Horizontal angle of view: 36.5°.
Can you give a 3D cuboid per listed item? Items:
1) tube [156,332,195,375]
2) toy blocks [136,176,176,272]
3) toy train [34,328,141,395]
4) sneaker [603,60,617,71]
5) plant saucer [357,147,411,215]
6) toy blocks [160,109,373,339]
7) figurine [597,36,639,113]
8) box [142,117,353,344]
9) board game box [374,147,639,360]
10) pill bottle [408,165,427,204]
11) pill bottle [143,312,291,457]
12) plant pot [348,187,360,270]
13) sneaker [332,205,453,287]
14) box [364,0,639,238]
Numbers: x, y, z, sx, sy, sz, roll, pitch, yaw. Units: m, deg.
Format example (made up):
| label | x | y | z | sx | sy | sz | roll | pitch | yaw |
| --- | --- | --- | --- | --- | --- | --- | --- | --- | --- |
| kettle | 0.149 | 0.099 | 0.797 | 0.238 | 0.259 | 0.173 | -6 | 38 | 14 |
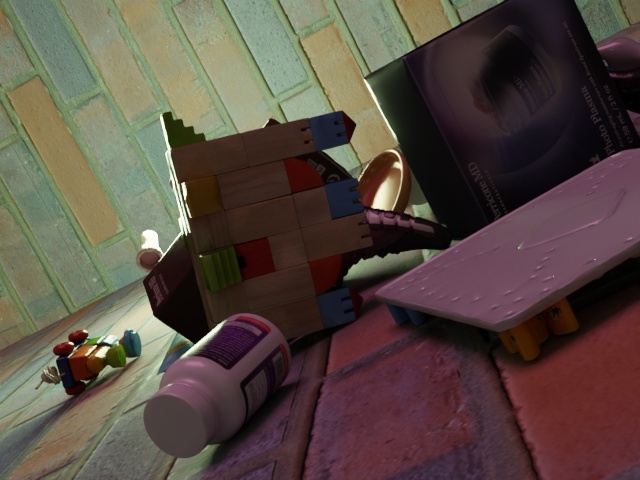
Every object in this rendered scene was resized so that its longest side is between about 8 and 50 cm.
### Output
| label | x | y | z | sx | sy | sz | roll | pitch | yaw |
| --- | --- | --- | --- | --- | --- | --- | --- | --- | --- |
| tube | -0.238 | 0.184 | 1.732 | 0.080 | 0.052 | 0.207 | -33 | 12 | 10 |
| toy blocks | -0.242 | -0.002 | 2.257 | 0.289 | 0.308 | 0.260 | -63 | 22 | 21 |
| toy train | -0.451 | 0.244 | 1.919 | 0.143 | 0.105 | 0.248 | -13 | 9 | 8 |
| sneaker | 0.640 | -0.363 | 2.186 | 0.228 | 0.087 | 0.092 | -20 | 1 | 4 |
| plant saucer | 0.119 | -0.081 | 1.893 | 0.200 | 0.037 | 0.200 | -47 | 31 | 41 |
| toy blocks | -0.052 | -0.014 | 1.354 | 0.260 | 0.382 | 0.191 | -14 | 5 | -14 |
| figurine | 0.524 | -0.280 | 1.589 | 0.209 | 0.092 | 0.215 | 20 | 38 | 36 |
| box | -0.132 | -0.014 | 1.660 | 0.381 | 0.143 | 0.191 | -53 | 22 | 2 |
| board game box | 0.285 | -0.003 | 1.062 | 0.390 | 0.050 | 0.390 | -29 | 7 | -11 |
| pill bottle | 0.235 | -0.151 | 1.999 | 0.121 | 0.121 | 0.216 | -23 | 9 | 36 |
| pill bottle | -0.120 | 0.169 | 1.123 | 0.108 | 0.108 | 0.193 | -24 | 8 | 30 |
| plant pot | 0.000 | 0.000 | 1.705 | 0.237 | 0.109 | 0.237 | -42 | 23 | 23 |
| sneaker | 0.060 | 0.027 | 1.523 | 0.281 | 0.163 | 0.106 | 11 | 4 | 15 |
| box | 0.278 | -0.197 | 1.481 | 0.294 | 0.296 | 0.182 | -31 | 8 | -14 |
